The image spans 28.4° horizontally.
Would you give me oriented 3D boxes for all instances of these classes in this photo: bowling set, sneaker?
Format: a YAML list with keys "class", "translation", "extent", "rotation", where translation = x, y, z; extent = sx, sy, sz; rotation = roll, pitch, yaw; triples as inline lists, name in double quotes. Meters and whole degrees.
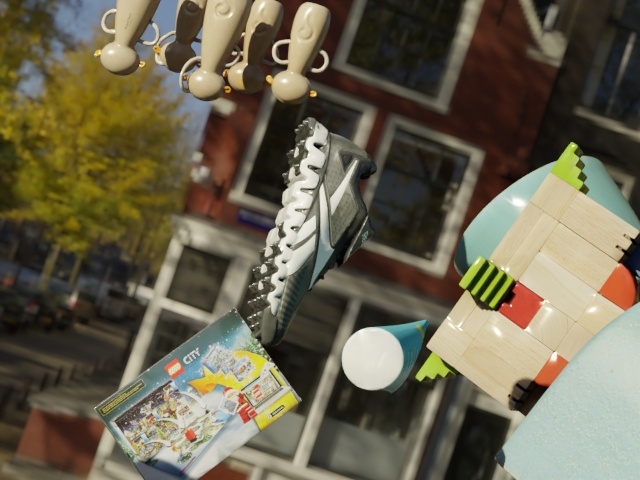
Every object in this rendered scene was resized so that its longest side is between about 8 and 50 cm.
- class: "bowling set"
  translation: [-0.124, -0.249, 1.634]
  extent: [0.287, 0.154, 0.200]
  rotation: [17, 3, 5]
- class: "sneaker"
  translation: [0.000, 0.000, 1.261]
  extent: [0.106, 0.234, 0.078]
  rotation: [19, -14, -14]

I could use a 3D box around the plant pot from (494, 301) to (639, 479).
- class: "plant pot"
  translation: [0.360, 0.182, 1.129]
  extent: [0.247, 0.252, 0.248]
  rotation: [30, 3, -24]

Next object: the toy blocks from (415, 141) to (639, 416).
- class: "toy blocks"
  translation: [0.335, 0.104, 1.676]
  extent: [0.261, 0.381, 0.191]
  rotation: [36, 5, 22]

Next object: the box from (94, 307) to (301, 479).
- class: "box"
  translation: [-0.165, 0.222, 1.711]
  extent: [0.159, 0.233, 0.044]
  rotation: [54, -13, 1]

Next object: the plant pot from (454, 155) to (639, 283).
- class: "plant pot"
  translation: [0.399, 0.050, 2.005]
  extent: [0.293, 0.293, 0.235]
  rotation: [25, 27, -57]

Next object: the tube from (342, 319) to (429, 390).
- class: "tube"
  translation: [0.065, 0.106, 1.147]
  extent: [0.052, 0.080, 0.207]
  rotation: [33, 3, 13]
